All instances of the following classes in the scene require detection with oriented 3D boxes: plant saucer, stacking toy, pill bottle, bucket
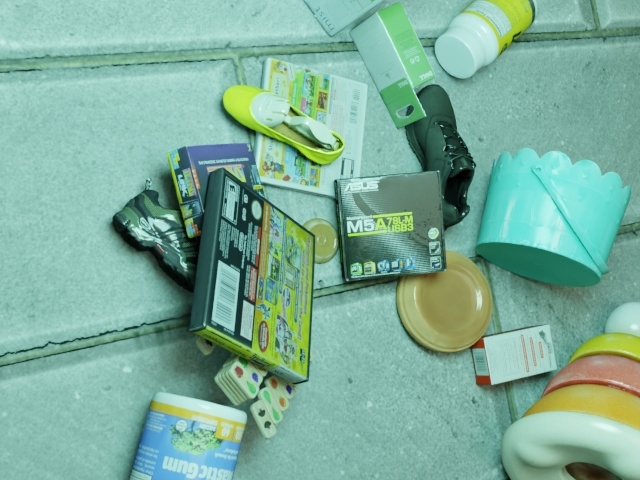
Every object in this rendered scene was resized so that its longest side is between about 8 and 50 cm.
[{"bbox_3d":[0.000,0.000,1.469,0.083,0.015,0.083,4,82,-26],"label":"plant saucer"},{"bbox_3d":[0.580,0.295,1.601,0.350,0.350,0.480,44,51,-15],"label":"stacking toy"},{"bbox_3d":[0.240,0.111,1.545,0.200,0.037,0.200,5,74,-19],"label":"plant saucer"},{"bbox_3d":[0.328,-0.421,1.627,0.208,0.119,0.119,-44,103,-24],"label":"pill bottle"},{"bbox_3d":[-0.214,0.377,1.238,0.152,0.152,0.272,19,75,-23],"label":"pill bottle"},{"bbox_3d":[0.437,-0.036,1.560,0.281,0.281,0.183,23,78,-22],"label":"bucket"}]

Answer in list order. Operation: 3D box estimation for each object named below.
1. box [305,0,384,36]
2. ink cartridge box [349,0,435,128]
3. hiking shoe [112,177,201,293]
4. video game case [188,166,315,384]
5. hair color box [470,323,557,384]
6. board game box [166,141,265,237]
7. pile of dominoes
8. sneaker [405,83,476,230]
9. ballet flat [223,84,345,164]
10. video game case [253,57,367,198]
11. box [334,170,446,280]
[{"bbox_3d":[0.033,-0.525,1.429,0.127,0.231,0.262,-42,102,-24],"label":"box"},{"bbox_3d":[0.146,-0.325,1.529,0.062,0.109,0.209,-30,97,-25],"label":"ink cartridge box"},{"bbox_3d":[-0.217,0.001,1.320,0.227,0.086,0.114,42,69,-17],"label":"hiking shoe"},{"bbox_3d":[-0.097,0.059,1.290,0.248,0.035,0.275,36,46,-43],"label":"video game case"},{"bbox_3d":[0.380,0.224,1.610,0.167,0.053,0.093,-7,85,-26],"label":"hair color box"},{"bbox_3d":[-0.162,-0.086,1.337,0.170,0.048,0.141,-15,91,-57],"label":"board game box"},{"bbox_3d":[-0.085,0.171,1.319,0.196,0.040,0.251,53,32,-13],"label":"pile of dominoes"},{"bbox_3d":[0.239,-0.160,1.545,0.109,0.130,0.286,-3,84,-25],"label":"sneaker"},{"bbox_3d":[-0.055,-0.206,1.403,0.231,0.077,0.077,29,73,-21],"label":"ballet flat"},{"bbox_3d":[-0.017,-0.198,1.480,0.206,0.026,0.227,10,80,-25],"label":"video game case"},{"bbox_3d":[0.126,-0.028,1.473,0.191,0.045,0.184,-5,98,-8],"label":"box"}]
